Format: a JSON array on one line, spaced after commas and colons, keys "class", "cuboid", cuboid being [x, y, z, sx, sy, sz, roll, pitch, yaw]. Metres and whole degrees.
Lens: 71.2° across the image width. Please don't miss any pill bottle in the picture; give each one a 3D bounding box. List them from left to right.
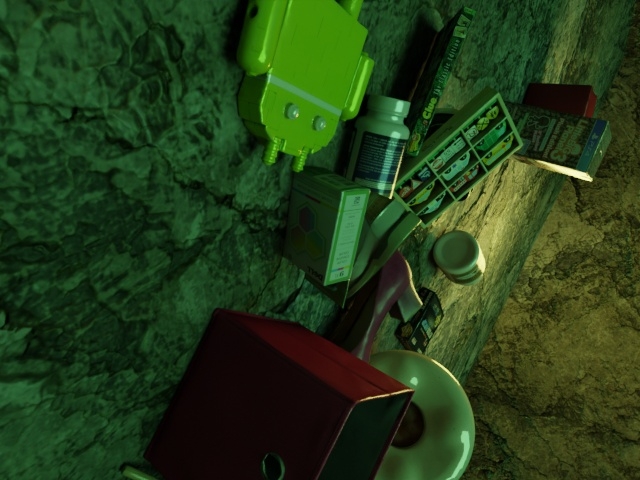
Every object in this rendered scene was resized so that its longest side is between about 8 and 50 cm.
[{"class": "pill bottle", "cuboid": [0.097, -0.156, 0.760, 0.094, 0.094, 0.169, -13, 122, -52]}, {"class": "pill bottle", "cuboid": [0.433, 0.065, 1.370, 0.131, 0.131, 0.229, -62, 148, -5]}]

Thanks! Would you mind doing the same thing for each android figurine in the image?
[{"class": "android figurine", "cuboid": [-0.016, -0.227, 0.588, 0.248, 0.056, 0.272, 6, 105, -57]}]

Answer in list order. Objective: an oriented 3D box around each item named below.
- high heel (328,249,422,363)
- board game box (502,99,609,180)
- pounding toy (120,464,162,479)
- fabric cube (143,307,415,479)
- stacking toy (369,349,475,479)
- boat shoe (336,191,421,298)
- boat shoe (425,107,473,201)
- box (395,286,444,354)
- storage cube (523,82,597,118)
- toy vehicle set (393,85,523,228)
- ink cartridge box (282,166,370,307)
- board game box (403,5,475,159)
[{"class": "high heel", "cuboid": [0.060, 0.168, 0.962, 0.377, 0.127, 0.181, -39, 112, -29]}, {"class": "board game box", "cuboid": [0.665, -0.291, 1.315, 0.232, 0.291, 0.141, -2, 113, -56]}, {"class": "pounding toy", "cuboid": [-0.290, 0.419, 0.616, 0.270, 0.154, 0.154, 3, 138, -47]}, {"class": "fabric cube", "cuboid": [-0.052, 0.282, 0.691, 0.259, 0.258, 0.254, 27, 90, -59]}, {"class": "stacking toy", "cuboid": [0.211, 0.508, 1.276, 0.350, 0.351, 0.480, -56, 166, -14]}, {"class": "boat shoe", "cuboid": [0.074, 0.009, 0.802, 0.113, 0.103, 0.302, -44, 171, -30]}, {"class": "boat shoe", "cuboid": [0.298, -0.177, 1.014, 0.340, 0.127, 0.112, 36, 68, -67]}, {"class": "box", "cuboid": [0.320, 0.265, 1.419, 0.175, 0.051, 0.220, -56, 148, -14]}, {"class": "storage cube", "cuboid": [0.791, -0.411, 1.502, 0.184, 0.215, 0.193, -7, 111, -53]}, {"class": "toy vehicle set", "cuboid": [0.268, -0.158, 0.904, 0.267, 0.035, 0.166, -42, 134, 13]}, {"class": "ink cartridge box", "cuboid": [0.000, 0.000, 0.706, 0.062, 0.109, 0.209, -12, 122, -40]}, {"class": "board game box", "cuboid": [0.198, -0.276, 0.823, 0.136, 0.030, 0.259, -104, -145, -84]}]
